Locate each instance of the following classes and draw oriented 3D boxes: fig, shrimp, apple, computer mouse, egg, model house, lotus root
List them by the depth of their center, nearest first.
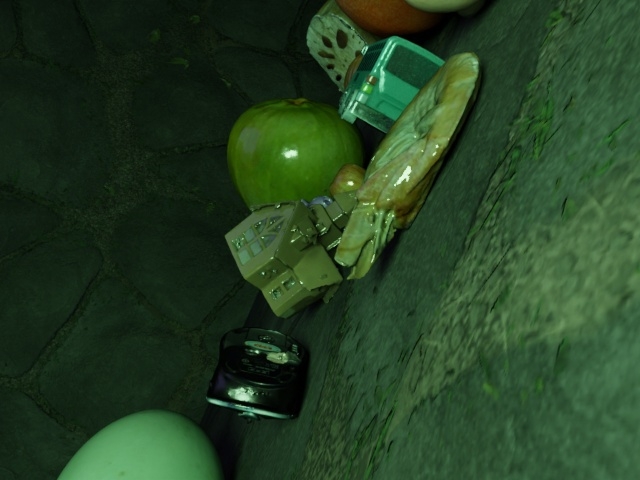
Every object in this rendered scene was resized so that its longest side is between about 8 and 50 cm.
[{"bbox_3d":[0.106,-0.093,0.667,0.317,0.077,0.168,-64,9,-23],"label":"shrimp"},{"bbox_3d":[-0.093,0.203,0.845,0.233,0.137,0.097,-74,-8,-78],"label":"computer mouse"},{"bbox_3d":[-0.295,0.441,0.926,0.276,0.275,0.389,-61,8,26],"label":"egg"},{"bbox_3d":[0.000,0.000,0.965,0.248,0.181,0.176,-38,54,8],"label":"model house"},{"bbox_3d":[0.057,-0.100,1.066,0.084,0.071,0.084,-58,2,3],"label":"apple"},{"bbox_3d":[-0.049,-0.143,1.227,0.316,0.316,0.316,-63,7,14],"label":"fig"},{"bbox_3d":[0.105,-0.459,1.321,0.192,0.272,0.272,-55,4,-14],"label":"lotus root"}]

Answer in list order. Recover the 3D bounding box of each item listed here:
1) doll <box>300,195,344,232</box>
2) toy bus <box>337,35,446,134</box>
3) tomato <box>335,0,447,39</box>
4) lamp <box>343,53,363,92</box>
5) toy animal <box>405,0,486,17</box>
[{"bbox_3d":[-0.003,-0.024,1.108,0.067,0.110,0.206,-48,-10,-30],"label":"doll"},{"bbox_3d":[0.112,-0.233,0.891,0.147,0.128,0.256,-61,10,14],"label":"toy bus"},{"bbox_3d":[0.160,-0.554,1.049,0.341,0.272,0.342,-155,90,-83],"label":"tomato"},{"bbox_3d":[0.109,-0.295,1.092,0.136,0.136,0.136,-63,7,14],"label":"lamp"},{"bbox_3d":[0.193,-0.453,0.748,0.326,0.269,0.237,-33,6,-4],"label":"toy animal"}]
